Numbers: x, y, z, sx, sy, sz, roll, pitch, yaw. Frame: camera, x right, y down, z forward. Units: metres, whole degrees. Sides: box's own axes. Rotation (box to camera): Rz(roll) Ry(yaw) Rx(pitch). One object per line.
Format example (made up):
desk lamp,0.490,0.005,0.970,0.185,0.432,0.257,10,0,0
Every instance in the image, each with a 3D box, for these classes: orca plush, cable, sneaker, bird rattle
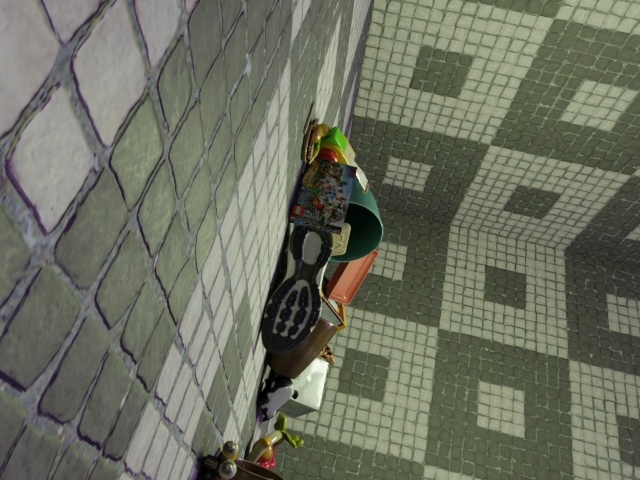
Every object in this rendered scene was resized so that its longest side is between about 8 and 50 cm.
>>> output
orca plush,-0.163,0.545,1.864,0.287,0.151,0.102,94,-22,-53
cable,-0.211,0.502,1.105,0.287,0.072,0.140,96,13,-66
sneaker,-0.077,0.147,1.550,0.182,0.157,0.411,-40,-152,66
bird rattle,-0.202,0.752,1.881,0.253,0.143,0.207,-43,158,15

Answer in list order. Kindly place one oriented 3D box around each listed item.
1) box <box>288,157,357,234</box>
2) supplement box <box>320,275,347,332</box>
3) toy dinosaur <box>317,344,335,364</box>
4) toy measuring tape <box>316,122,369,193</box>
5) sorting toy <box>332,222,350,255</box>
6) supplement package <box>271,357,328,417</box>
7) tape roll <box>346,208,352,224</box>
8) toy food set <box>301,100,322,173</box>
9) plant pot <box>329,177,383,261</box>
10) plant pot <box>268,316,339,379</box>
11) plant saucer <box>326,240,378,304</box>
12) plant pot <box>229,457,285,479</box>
box,0.010,-0.139,1.552,0.044,0.159,0.233,101,3,-58
supplement box,-0.003,0.258,2.076,0.194,0.129,0.191,54,14,-23
toy dinosaur,-0.052,0.448,2.172,0.322,0.218,0.164,59,40,-17
toy measuring tape,0.054,-0.263,1.701,0.330,0.121,0.122,51,45,-48
sorting toy,0.000,0.000,1.783,0.208,0.192,0.038,93,-12,-64
supplement package,-0.096,0.574,2.057,0.203,0.149,0.194,-40,-152,50
tape roll,0.072,-0.069,2.204,0.321,0.077,0.322,-6,-97,63
toy food set,-0.021,-0.287,1.483,0.192,0.038,0.133,97,7,-60
plant pot,0.077,-0.104,1.913,0.235,0.292,0.293,-89,-173,-47
plant pot,-0.082,0.355,1.803,0.231,0.215,0.215,-63,175,-7
plant saucer,0.123,0.127,2.089,0.259,0.047,0.258,-60,156,-1
plant pot,-0.200,0.686,1.366,0.167,0.166,0.165,92,20,-74
